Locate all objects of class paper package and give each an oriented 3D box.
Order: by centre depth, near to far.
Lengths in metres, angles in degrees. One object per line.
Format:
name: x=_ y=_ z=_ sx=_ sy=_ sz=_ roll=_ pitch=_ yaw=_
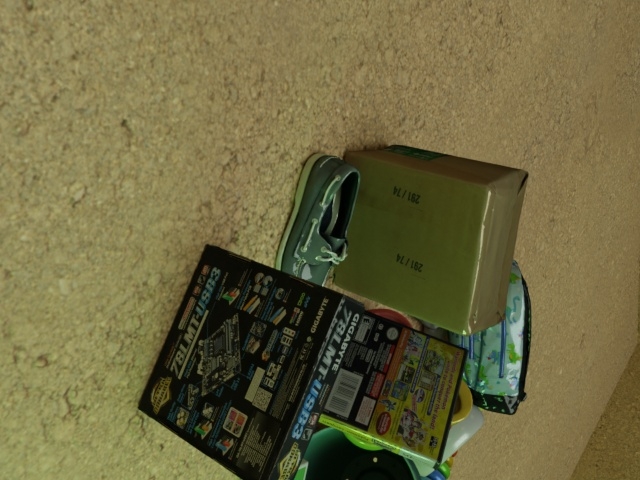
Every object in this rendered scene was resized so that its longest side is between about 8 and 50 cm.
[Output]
paper package: x=0.210 y=-0.015 z=1.319 sx=0.168 sy=0.325 sz=0.309 roll=-15 pitch=116 yaw=-48

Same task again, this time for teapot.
teapot: x=0.288 y=0.469 z=1.741 sx=0.253 sy=0.187 sz=0.256 roll=-39 pitch=161 yaw=-10

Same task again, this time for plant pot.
plant pot: x=0.093 y=0.553 z=1.449 sx=0.292 sy=0.293 sz=0.235 roll=-66 pitch=155 yaw=-8

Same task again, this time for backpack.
backpack: x=0.434 y=0.216 z=1.736 sx=0.290 sy=0.274 sz=0.355 roll=-62 pitch=165 yaw=-70

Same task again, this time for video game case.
video game case: x=0.148 y=0.284 z=1.331 sx=0.035 sy=0.249 sz=0.274 roll=102 pitch=11 yaw=-47

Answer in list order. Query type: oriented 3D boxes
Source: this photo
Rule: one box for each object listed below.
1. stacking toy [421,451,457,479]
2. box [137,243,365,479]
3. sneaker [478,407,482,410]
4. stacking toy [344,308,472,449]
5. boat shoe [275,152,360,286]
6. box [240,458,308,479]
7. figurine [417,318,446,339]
stacking toy: x=0.315 y=0.628 z=1.887 sx=0.330 sy=0.141 sz=0.141 roll=-54 pitch=140 yaw=-33
box: x=-0.115 y=0.181 z=1.019 sx=0.073 sy=0.294 sz=0.295 roll=31 pitch=79 yaw=-51
sneaker: x=0.459 y=0.398 z=2.013 sx=0.126 sy=0.091 sz=0.240 roll=-64 pitch=146 yaw=-42
stacking toy: x=0.124 y=0.315 z=1.411 sx=0.280 sy=0.309 sz=0.130 roll=-20 pitch=145 yaw=-26
boat shoe: x=0.000 y=0.000 z=1.248 sx=0.116 sy=0.099 sz=0.319 roll=3 pitch=102 yaw=-52
box: x=-0.094 y=0.468 z=1.317 sx=0.087 sy=0.102 sz=0.101 roll=-2 pitch=107 yaw=-49
figurine: x=0.252 y=0.252 z=1.682 sx=0.214 sy=0.092 sz=0.209 roll=-59 pitch=149 yaw=-24
